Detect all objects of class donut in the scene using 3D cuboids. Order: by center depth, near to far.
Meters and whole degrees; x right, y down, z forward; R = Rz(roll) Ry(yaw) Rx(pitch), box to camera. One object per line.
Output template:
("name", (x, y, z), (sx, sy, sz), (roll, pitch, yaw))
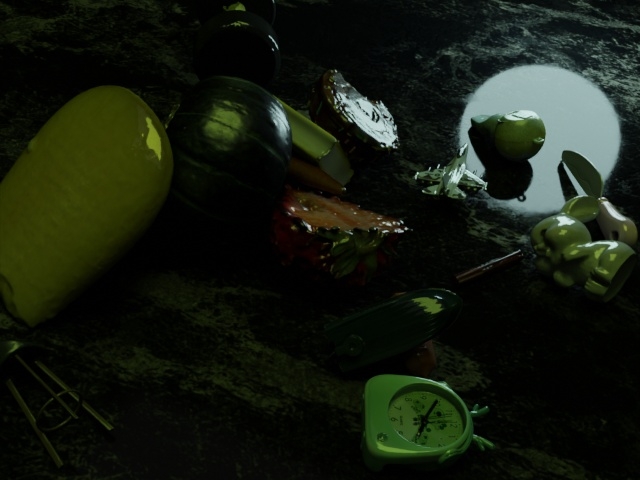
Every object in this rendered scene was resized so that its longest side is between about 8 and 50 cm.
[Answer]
("donut", (0.070, -0.255, 1.935), (0.230, 0.096, 0.216), (22, 40, -40))

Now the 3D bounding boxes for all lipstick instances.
("lipstick", (0.328, 0.054, 1.730), (0.176, 0.027, 0.027), (-19, 48, -28))

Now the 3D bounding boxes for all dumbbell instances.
("dumbbell", (-0.203, -0.514, 2.156), (0.203, 0.204, 0.322), (1, 43, -6))

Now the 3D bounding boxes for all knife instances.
("knife", (0.583, -0.105, 1.894), (0.043, 0.081, 0.336), (-3, 43, -15))

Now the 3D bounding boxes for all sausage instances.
("sausage", (0.159, 0.170, 1.555), (0.065, 0.065, 0.169), (-4, 43, -11))

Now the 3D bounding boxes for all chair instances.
("chair", (-0.426, 0.239, 1.386), (0.221, 0.104, 0.095), (37, 24, 23))

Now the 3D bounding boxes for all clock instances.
("clock", (0.169, 0.296, 1.411), (0.210, 0.066, 0.159), (6, 42, -1))

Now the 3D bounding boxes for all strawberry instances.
("strawberry", (-0.007, 0.003, 1.655), (0.280, 0.150, 0.253), (23, 19, 36))

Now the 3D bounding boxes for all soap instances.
("soap", (-0.433, -0.073, 1.560), (0.306, 0.427, 0.115), (52, 13, 28))

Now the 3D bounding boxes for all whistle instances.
("whistle", (0.427, -0.242, 2.030), (0.122, 0.123, 0.223), (-19, 27, -26))

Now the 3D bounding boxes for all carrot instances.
("carrot", (-0.057, -0.144, 1.815), (0.069, 0.069, 0.336), (-23, 30, -29))

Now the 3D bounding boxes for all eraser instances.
("eraser", (-0.038, -0.205, 1.867), (0.226, 0.158, 0.069), (38, 83, 30))

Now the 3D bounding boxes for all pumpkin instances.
("pumpkin", (-0.192, -0.147, 1.667), (0.241, 0.323, 0.323), (25, 40, -14))

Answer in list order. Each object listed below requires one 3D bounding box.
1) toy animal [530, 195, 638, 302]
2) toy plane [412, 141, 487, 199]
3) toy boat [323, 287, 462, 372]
("toy animal", (0.512, 0.020, 1.715), (0.178, 0.128, 0.193), (-22, 48, -31))
("toy plane", (0.288, -0.140, 1.911), (0.159, 0.082, 0.234), (10, 26, 19))
("toy boat", (0.123, 0.144, 1.491), (0.246, 0.093, 0.103), (-23, 1, 12))
